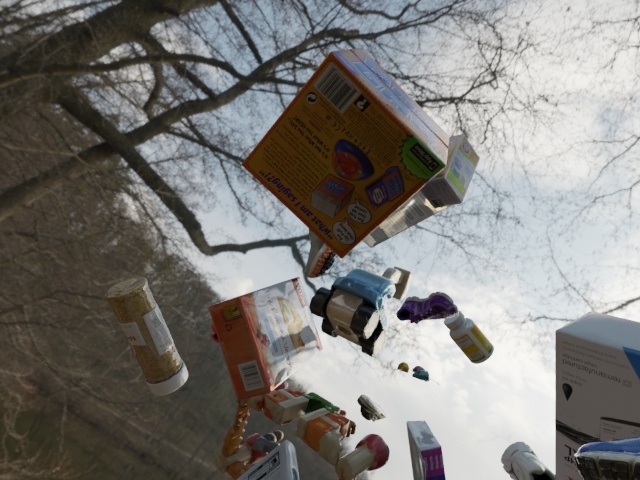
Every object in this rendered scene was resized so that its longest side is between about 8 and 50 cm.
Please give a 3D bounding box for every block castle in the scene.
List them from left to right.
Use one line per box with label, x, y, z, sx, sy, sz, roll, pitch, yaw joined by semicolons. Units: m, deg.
block castle;-0.052;0.592;1.226;0.454;0.302;0.213;19;7;36

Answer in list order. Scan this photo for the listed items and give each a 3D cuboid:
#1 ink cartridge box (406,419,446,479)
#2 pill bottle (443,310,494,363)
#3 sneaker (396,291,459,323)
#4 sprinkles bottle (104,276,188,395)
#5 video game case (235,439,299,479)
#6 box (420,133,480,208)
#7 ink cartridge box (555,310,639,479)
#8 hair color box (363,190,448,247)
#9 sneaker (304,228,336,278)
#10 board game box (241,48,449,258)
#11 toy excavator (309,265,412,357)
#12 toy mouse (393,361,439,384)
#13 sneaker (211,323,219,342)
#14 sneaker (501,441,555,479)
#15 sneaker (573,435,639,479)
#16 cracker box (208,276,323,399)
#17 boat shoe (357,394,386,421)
ink cartridge box;0.285;0.663;1.104;0.072;0.323;0.330;-6;-7;3
pill bottle;0.607;0.395;1.811;0.208;0.118;0.118;50;-31;-3
sneaker;0.243;0.166;1.008;0.068;0.071;0.170;58;-34;-5
sprinkles bottle;-0.512;0.287;1.309;0.121;0.121;0.355;4;-62;41
video game case;-0.164;0.573;0.801;0.036;0.329;0.300;49;3;-17
box;0.397;-0.215;1.356;0.103;0.203;0.114;-9;-48;50
ink cartridge box;0.664;0.383;0.908;0.286;0.166;0.394;10;-70;56
hair color box;0.292;-0.132;1.664;0.375;0.113;0.185;-29;-40;22
sneaker;0.000;0.000;1.495;0.121;0.262;0.099;27;3;32
board game box;0.086;-0.246;1.182;0.356;0.356;0.356;44;-61;-5
toy excavator;0.208;0.206;1.659;0.223;0.445;0.432;21;-28;31
toy mouse;0.331;0.439;1.462;0.143;0.031;0.161;17;-4;24
sneaker;-0.311;0.293;1.474;0.107;0.118;0.279;38;-17;14
sneaker;0.582;0.641;1.090;0.292;0.110;0.118;44;-6;-3
sneaker;0.504;0.282;0.548;0.330;0.147;0.129;-18;-79;35
cracker box;-0.085;0.159;0.779;0.067;0.232;0.155;-20;-93;20
boat shoe;0.135;0.471;1.210;0.152;0.049;0.056;49;2;-42
